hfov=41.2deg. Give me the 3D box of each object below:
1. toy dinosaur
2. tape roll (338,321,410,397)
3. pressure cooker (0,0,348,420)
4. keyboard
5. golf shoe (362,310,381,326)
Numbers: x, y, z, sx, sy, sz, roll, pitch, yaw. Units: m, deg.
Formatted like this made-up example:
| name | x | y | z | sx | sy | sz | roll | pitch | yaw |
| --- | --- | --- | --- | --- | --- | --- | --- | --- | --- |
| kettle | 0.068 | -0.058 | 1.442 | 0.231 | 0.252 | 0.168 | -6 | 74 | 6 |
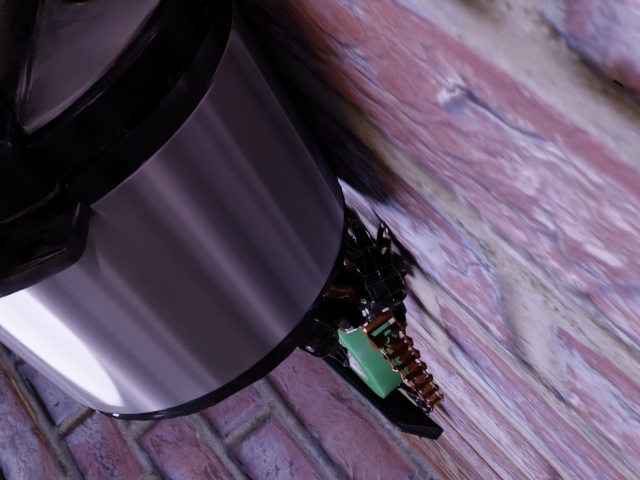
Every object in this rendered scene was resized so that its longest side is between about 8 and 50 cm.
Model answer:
| name | x | y | z | sx | sy | sz | roll | pitch | yaw |
| --- | --- | --- | --- | --- | --- | --- | --- | --- | --- |
| toy dinosaur | 0.038 | 0.048 | 0.988 | 0.322 | 0.164 | 0.218 | 31 | -175 | 5 |
| tape roll | 0.030 | 0.126 | 1.475 | 0.321 | 0.077 | 0.321 | 49 | 172 | 9 |
| pressure cooker | -0.204 | -0.086 | 0.772 | 0.369 | 0.375 | 0.420 | 18 | 153 | 39 |
| keyboard | 0.115 | 0.282 | 1.615 | 0.201 | 0.033 | 0.317 | 17 | -166 | -39 |
| golf shoe | -0.025 | 0.036 | 1.147 | 0.273 | 0.120 | 0.105 | 51 | 153 | -23 |
